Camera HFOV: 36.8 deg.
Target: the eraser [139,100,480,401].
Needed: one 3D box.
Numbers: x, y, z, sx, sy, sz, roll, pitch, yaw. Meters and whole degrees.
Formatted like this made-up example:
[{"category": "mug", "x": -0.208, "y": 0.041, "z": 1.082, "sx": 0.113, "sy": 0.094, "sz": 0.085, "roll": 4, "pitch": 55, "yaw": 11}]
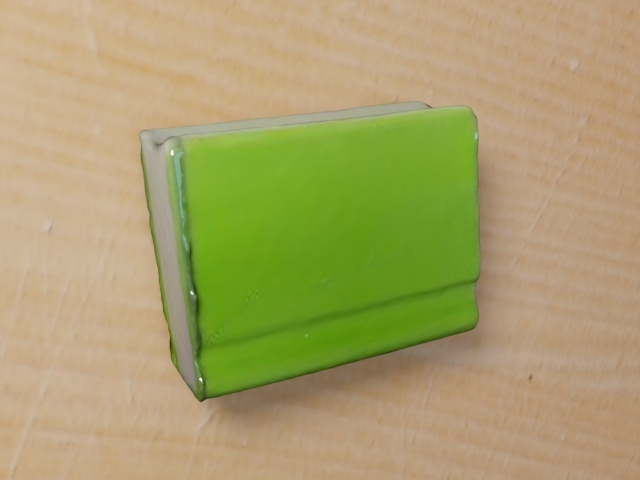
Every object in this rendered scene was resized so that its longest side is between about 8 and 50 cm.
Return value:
[{"category": "eraser", "x": 0.000, "y": 0.000, "z": 0.775, "sx": 0.274, "sy": 0.092, "sz": 0.210, "roll": -13, "pitch": 107, "yaw": -30}]
